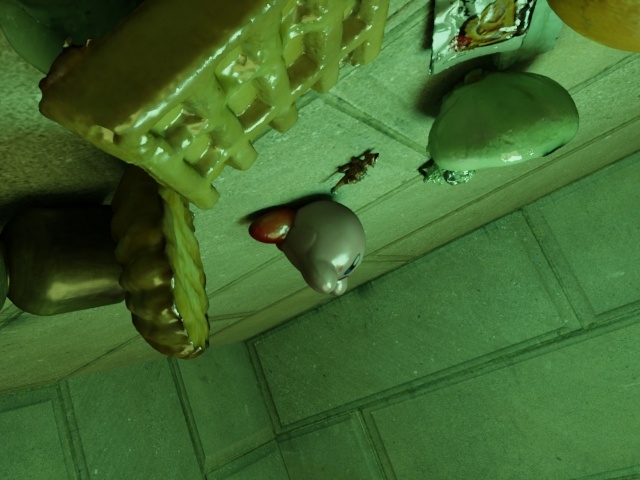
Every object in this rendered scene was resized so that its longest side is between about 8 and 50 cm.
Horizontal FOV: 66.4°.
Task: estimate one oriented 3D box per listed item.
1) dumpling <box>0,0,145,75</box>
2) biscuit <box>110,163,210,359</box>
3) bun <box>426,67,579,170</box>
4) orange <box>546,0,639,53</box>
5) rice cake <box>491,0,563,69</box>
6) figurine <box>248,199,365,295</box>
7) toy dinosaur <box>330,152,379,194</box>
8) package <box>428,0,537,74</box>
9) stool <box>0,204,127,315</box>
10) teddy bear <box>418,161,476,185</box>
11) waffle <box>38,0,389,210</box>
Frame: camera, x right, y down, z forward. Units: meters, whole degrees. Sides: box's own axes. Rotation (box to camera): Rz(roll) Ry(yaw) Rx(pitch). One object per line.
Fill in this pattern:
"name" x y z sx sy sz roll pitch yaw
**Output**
"dumpling" -0.211 -0.198 0.451 0.108 0.152 0.219 -49 169 9
"biscuit" -0.251 0.031 0.781 0.107 0.325 0.326 -13 165 -6
"bun" 0.337 -0.244 0.935 0.283 0.179 0.283 -14 -165 4
"orange" 0.347 -0.318 0.432 0.312 0.312 0.312 -20 165 -6
"rice cake" 0.344 -0.360 0.778 0.124 0.038 0.211 -21 165 0
"figurine" -0.002 -0.009 1.261 0.211 0.261 0.270 -51 161 2
"toy dinosaur" 0.074 -0.153 1.118 0.154 0.049 0.055 -38 162 33
"package" 0.228 -0.328 0.686 0.154 0.030 0.239 -14 158 7
"stool" -0.461 0.036 0.777 0.264 0.179 0.179 -9 161 -43
"teddy bear" 0.350 -0.187 1.267 0.133 0.111 0.213 -9 160 -29
"waffle" -0.059 -0.181 0.484 0.348 0.077 0.304 -44 175 -4
